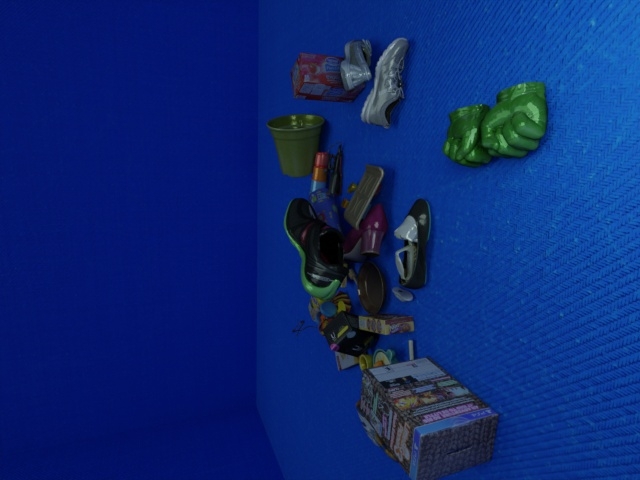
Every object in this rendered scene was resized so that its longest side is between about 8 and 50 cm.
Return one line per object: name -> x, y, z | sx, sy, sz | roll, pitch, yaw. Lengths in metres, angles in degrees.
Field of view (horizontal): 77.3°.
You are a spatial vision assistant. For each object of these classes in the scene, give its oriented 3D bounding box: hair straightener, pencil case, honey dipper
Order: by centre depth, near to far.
honey dipper -> 0.154, 0.180, 1.629 | 0.161, 0.030, 0.030 | -121, 35, -42
hair straightener -> 0.058, -0.309, 1.731 | 0.047, 0.089, 0.230 | 26, 114, 46
pencil case -> 0.036, -0.081, 1.765 | 0.119, 0.133, 0.306 | -31, 58, 29

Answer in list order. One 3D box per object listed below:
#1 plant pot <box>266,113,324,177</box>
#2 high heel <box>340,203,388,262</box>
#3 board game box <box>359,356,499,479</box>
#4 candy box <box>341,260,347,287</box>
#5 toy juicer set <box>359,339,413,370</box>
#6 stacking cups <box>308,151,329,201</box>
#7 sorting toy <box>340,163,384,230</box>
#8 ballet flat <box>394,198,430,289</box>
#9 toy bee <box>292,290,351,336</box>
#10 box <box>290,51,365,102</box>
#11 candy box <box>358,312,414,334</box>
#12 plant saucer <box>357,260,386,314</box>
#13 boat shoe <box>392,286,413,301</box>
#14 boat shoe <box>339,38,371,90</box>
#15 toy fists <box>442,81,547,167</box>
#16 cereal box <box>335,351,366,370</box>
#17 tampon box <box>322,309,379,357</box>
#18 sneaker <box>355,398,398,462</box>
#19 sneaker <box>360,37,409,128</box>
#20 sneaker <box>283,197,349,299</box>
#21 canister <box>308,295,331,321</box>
plant pot -> -0.112, -0.456, 1.952 | 0.276, 0.276, 0.254 | -127, 29, -55
high heel -> 0.150, -0.016, 1.541 | 0.377, 0.127, 0.181 | 164, 120, -66
board game box -> 0.276, 0.463, 1.080 | 0.291, 0.232, 0.141 | -147, 56, -64
candy box -> 0.079, 0.128, 1.763 | 0.206, 0.027, 0.105 | -136, 45, -74
toy juicer set -> 0.232, 0.478, 1.382 | 0.329, 0.089, 0.209 | 130, 133, -59
stacking cups -> -0.010, -0.256, 1.900 | 0.096, 0.096, 0.316 | -134, 46, -59
sorting toy -> 0.152, -0.170, 1.498 | 0.307, 0.041, 0.229 | -122, 54, -74
ballet flat -> 0.276, 0.014, 1.208 | 0.095, 0.096, 0.280 | -168, 77, -68
toy bee -> 0.045, 0.346, 1.663 | 0.162, 0.298, 0.195 | 42, 157, 17
box -> 0.027, -0.622, 1.541 | 0.128, 0.256, 0.123 | 154, 110, -66
candy box -> 0.220, 0.282, 1.363 | 0.186, 0.109, 0.053 | 160, 106, -68
plant saucer -> 0.197, 0.176, 1.502 | 0.198, 0.036, 0.199 | 178, 90, -67
boat shoe -> 0.274, 0.185, 1.325 | 0.100, 0.035, 0.035 | 21, 140, 62
boat shoe -> 0.139, -0.622, 1.399 | 0.320, 0.103, 0.118 | -74, -29, -49
toy fists -> 0.384, -0.247, 0.912 | 0.279, 0.096, 0.142 | 180, 86, -67
cereal box -> 0.119, 0.452, 1.714 | 0.240, 0.047, 0.173 | 127, 137, -58
tampon box -> 0.115, 0.356, 1.518 | 0.120, 0.161, 0.101 | -50, 40, 19
sneaker -> 0.233, 0.685, 1.420 | 0.296, 0.111, 0.131 | -142, 36, -64
sneaker -> 0.234, -0.502, 1.299 | 0.115, 0.105, 0.281 | 33, 126, 22
sneaker -> 0.000, 0.000, 1.539 | 0.202, 0.185, 0.483 | -46, 46, 27
canister -> -0.004, 0.305, 1.975 | 0.126, 0.073, 0.170 | -114, 28, -43
